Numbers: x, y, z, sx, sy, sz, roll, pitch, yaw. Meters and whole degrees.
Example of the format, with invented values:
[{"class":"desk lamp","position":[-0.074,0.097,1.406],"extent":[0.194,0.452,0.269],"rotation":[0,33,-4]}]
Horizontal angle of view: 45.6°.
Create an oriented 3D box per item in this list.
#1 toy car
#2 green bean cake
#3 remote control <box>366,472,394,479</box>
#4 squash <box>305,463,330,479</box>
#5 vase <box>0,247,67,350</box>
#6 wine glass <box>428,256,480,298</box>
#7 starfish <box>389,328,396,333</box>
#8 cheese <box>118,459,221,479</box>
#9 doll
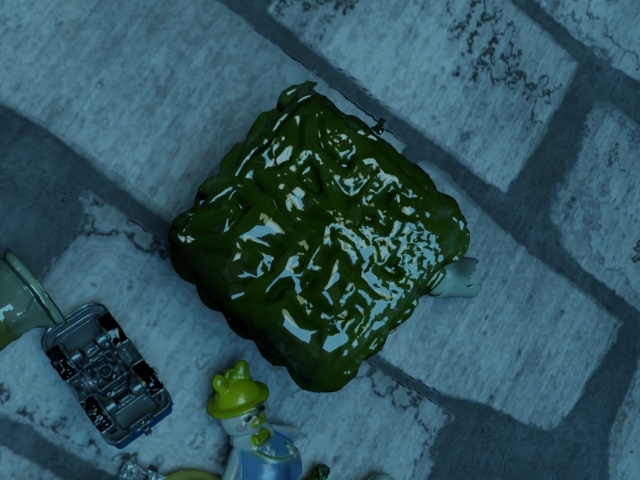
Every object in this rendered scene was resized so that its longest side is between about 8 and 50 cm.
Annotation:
[{"class":"toy car","position":[-0.274,0.182,0.995],"extent":[0.097,0.100,0.191],"rotation":[-35,71,-19]},{"class":"green bean cake","position":[0.000,0.000,1.013],"extent":[0.319,0.218,0.335],"rotation":[39,82,-1]},{"class":"remote control","position":[0.147,0.506,1.197],"extent":[0.296,0.056,0.140],"rotation":[51,39,-16]},{"class":"squash","position":[-0.040,0.416,1.141],"extent":[0.052,0.052,0.183],"rotation":[45,73,-19]},{"class":"vase","position":[-0.466,0.149,0.891],"extent":[0.321,0.173,0.173],"rotation":[-41,107,-24]},{"class":"wine glass","position":[0.159,0.048,1.197],"extent":[0.195,0.079,0.079],"rotation":[8,89,-23]},{"class":"starfish","position":[0.048,0.122,1.168],"extent":[0.130,0.041,0.133],"rotation":[42,87,-24]},{"class":"cheese","position":[-0.209,0.350,1.070],"extent":[0.162,0.036,0.086],"rotation":[34,78,-22]},{"class":"doll","position":[-0.094,0.288,1.087],"extent":[0.135,0.099,0.241],"rotation":[-22,103,-9]}]
